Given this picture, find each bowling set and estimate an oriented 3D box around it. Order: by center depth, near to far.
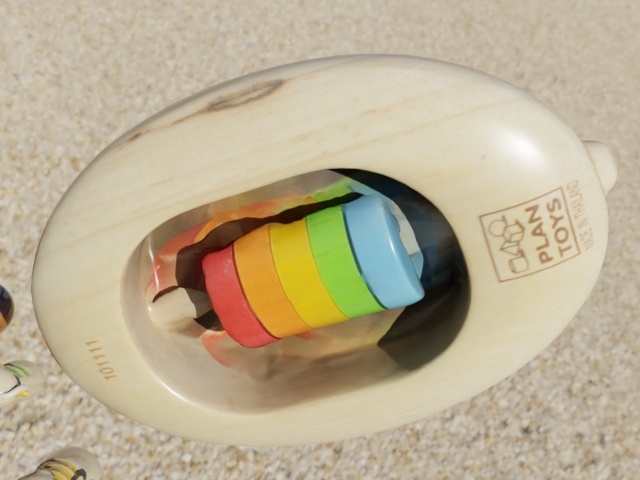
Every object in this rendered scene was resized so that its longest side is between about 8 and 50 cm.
[{"bbox_3d":[-0.335,0.134,0.937,0.286,0.200,0.154,0,-2,2],"label":"bowling set"}]

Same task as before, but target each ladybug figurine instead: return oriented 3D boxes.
[{"bbox_3d":[0.000,0.000,0.823,0.162,0.449,0.305,-78,150,-60],"label":"ladybug figurine"}]
